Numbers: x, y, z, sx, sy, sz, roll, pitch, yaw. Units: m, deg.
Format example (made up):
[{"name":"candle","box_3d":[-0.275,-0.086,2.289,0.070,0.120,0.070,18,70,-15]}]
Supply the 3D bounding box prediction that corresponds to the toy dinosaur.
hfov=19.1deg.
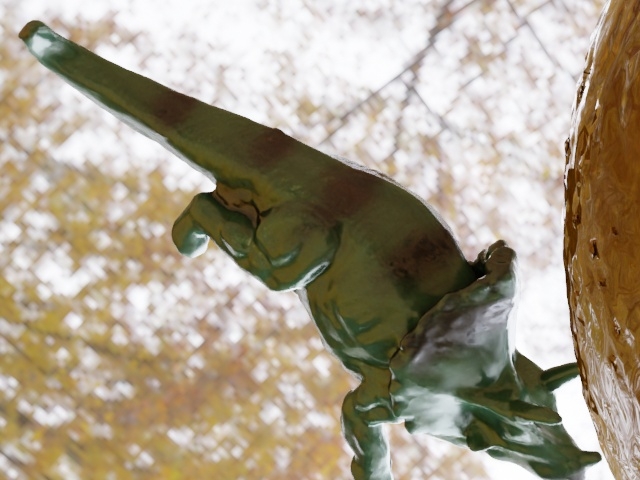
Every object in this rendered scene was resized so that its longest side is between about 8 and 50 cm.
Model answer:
[{"name":"toy dinosaur","box_3d":[-0.004,0.012,0.808,0.292,0.120,0.079,32,-136,14]}]

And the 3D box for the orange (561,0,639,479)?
[{"name":"orange","box_3d":[0.181,0.000,0.394,0.274,0.274,0.274,-19,-134,22]}]
